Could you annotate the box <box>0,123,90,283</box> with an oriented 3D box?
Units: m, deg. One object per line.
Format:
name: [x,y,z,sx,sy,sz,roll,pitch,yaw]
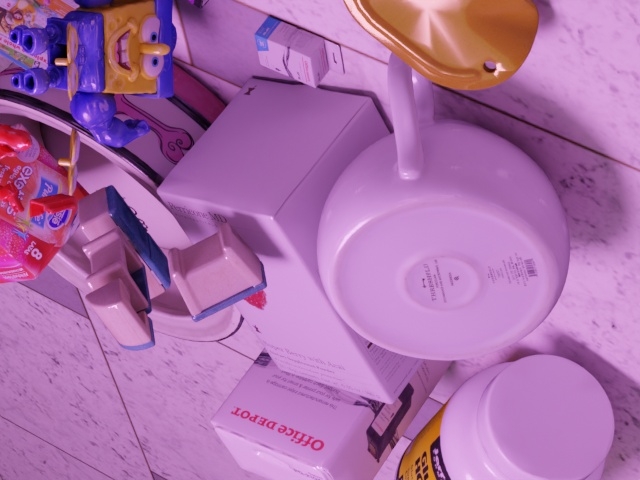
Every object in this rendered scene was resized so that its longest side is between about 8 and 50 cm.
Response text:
box: [-0.380,-0.033,2.039,0.128,0.122,0.257,47,153,-23]

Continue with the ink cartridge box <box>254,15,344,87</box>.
ink cartridge box: [-0.021,-0.182,1.791,0.083,0.028,0.048,24,153,23]

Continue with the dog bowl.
dog bowl: [-0.219,-0.070,2.094,0.408,0.150,0.408,28,153,16]

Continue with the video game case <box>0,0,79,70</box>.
video game case: [-0.296,-0.262,1.901,0.119,0.015,0.166,32,115,9]

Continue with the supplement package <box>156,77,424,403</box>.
supplement package: [0.000,0.000,1.904,0.177,0.175,0.293,14,146,43]

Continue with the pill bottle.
pill bottle: [0.207,0.247,2.054,0.188,0.188,0.334,35,155,4]

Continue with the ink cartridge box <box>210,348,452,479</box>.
ink cartridge box: [0.015,0.173,2.110,0.172,0.237,0.100,17,149,35]

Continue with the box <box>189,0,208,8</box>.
box: [-0.169,-0.304,1.769,0.162,0.029,0.116,34,155,6]

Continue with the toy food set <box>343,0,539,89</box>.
toy food set: [0.090,-0.226,1.547,0.218,0.071,0.128,38,131,-9]

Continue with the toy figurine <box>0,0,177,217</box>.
toy figurine: [-0.232,-0.219,1.793,0.191,0.217,0.362,9,106,39]

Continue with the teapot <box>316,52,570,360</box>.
teapot: [0.114,-0.027,1.726,0.253,0.187,0.256,24,132,-18]

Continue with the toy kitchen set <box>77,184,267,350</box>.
toy kitchen set: [-0.140,0.021,1.847,0.122,0.166,0.207,57,-170,-35]
